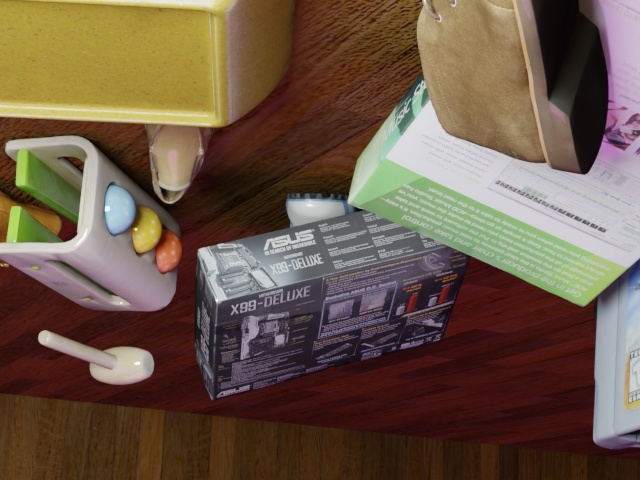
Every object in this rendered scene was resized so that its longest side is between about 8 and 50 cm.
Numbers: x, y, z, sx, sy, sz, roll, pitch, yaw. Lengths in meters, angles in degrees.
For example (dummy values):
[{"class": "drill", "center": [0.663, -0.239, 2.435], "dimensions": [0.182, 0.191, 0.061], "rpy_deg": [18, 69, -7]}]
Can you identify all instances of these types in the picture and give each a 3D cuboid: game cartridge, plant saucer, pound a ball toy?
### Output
[{"class": "game cartridge", "center": [0.301, 0.054, 1.064], "dimensions": [0.062, 0.198, 0.297], "rpy_deg": [6, 162, -12]}, {"class": "plant saucer", "center": [-0.185, -0.166, 0.989], "dimensions": [0.333, 0.081, 0.333], "rpy_deg": [3, 164, -2]}, {"class": "pound a ball toy", "center": [-0.237, 0.034, 1.467], "dimensions": [0.136, 0.208, 0.319], "rpy_deg": [-2, 163, 13]}]

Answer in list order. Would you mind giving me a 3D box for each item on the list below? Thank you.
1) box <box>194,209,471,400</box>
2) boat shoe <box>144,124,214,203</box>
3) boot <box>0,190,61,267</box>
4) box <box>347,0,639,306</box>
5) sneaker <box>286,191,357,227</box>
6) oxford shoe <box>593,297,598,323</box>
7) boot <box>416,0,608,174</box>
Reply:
[{"class": "box", "center": [0.010, 0.068, 1.525], "dimensions": [0.307, 0.076, 0.242], "rpy_deg": [-14, 150, -13]}, {"class": "boat shoe", "center": [-0.139, -0.083, 1.286], "dimensions": [0.068, 0.072, 0.190], "rpy_deg": [3, 164, -4]}, {"class": "boot", "center": [-0.471, 0.000, 1.569], "dimensions": [0.295, 0.104, 0.211], "rpy_deg": [-14, 157, 34]}, {"class": "box", "center": [0.190, -0.086, 1.001], "dimensions": [0.232, 0.058, 0.322], "rpy_deg": [24, 140, -12]}, {"class": "sneaker", "center": [0.000, 0.000, 1.546], "dimensions": [0.085, 0.086, 0.237], "rpy_deg": [3, 163, 3]}, {"class": "oxford shoe", "center": [0.516, 0.111, 1.888], "dimensions": [0.227, 0.083, 0.096], "rpy_deg": [6, 159, -19]}, {"class": "boot", "center": [0.103, -0.159, 0.818], "dimensions": [0.115, 0.112, 0.305], "rpy_deg": [11, 144, 26]}]
